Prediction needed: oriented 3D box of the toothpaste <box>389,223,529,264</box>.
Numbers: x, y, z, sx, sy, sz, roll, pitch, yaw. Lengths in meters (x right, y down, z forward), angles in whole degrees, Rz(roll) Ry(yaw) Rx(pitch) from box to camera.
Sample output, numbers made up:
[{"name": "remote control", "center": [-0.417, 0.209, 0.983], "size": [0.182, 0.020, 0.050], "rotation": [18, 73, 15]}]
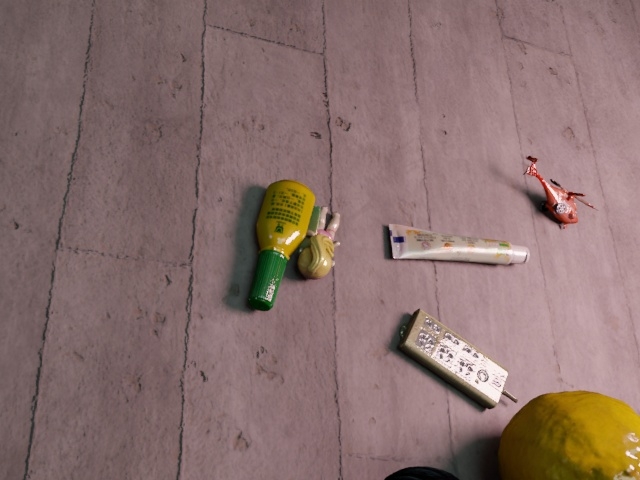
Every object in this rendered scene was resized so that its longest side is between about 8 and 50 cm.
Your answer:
[{"name": "toothpaste", "center": [0.288, 0.016, 1.600], "size": [0.314, 0.058, 0.056], "rotation": [6, 106, -18]}]

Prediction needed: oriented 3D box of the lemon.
[{"name": "lemon", "center": [0.444, 0.385, 1.316], "size": [0.285, 0.316, 0.285], "rotation": [12, 59, -20]}]

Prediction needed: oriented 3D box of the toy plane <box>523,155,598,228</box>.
[{"name": "toy plane", "center": [0.523, -0.105, 1.730], "size": [0.077, 0.126, 0.194], "rotation": [-52, 133, -8]}]

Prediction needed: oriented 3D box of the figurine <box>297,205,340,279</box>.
[{"name": "figurine", "center": [0.000, 0.000, 1.460], "size": [0.083, 0.083, 0.187], "rotation": [29, 46, -9]}]

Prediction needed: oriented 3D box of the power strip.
[{"name": "power strip", "center": [0.269, 0.235, 1.483], "size": [0.268, 0.034, 0.092], "rotation": [35, 55, -5]}]

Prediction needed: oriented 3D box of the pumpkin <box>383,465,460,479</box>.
[{"name": "pumpkin", "center": [0.122, 0.466, 1.202], "size": [0.248, 0.248, 0.248], "rotation": [11, 60, -20]}]

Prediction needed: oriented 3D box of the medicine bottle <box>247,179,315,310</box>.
[{"name": "medicine bottle", "center": [-0.079, 0.006, 1.419], "size": [0.095, 0.064, 0.261], "rotation": [14, 59, -1]}]
